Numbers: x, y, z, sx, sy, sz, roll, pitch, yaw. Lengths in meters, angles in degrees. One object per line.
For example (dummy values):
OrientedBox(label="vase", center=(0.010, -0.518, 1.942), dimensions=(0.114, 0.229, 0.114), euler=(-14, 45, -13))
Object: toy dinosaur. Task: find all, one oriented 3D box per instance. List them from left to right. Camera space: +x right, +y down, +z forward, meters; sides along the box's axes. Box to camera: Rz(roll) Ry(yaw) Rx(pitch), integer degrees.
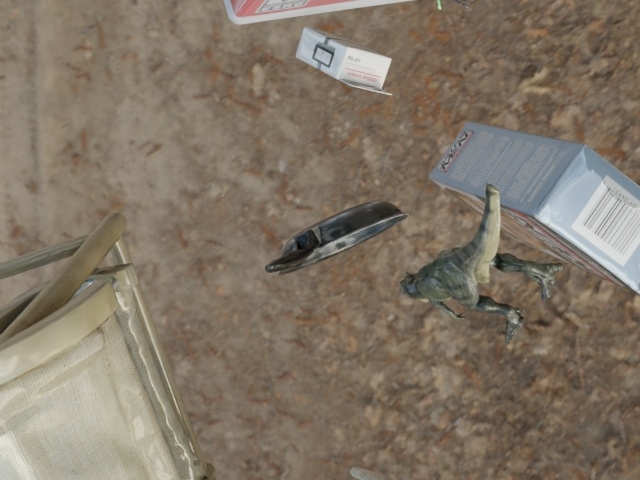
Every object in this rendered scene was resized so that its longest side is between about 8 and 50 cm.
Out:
OrientedBox(label="toy dinosaur", center=(0.157, 0.035, 0.992), dimensions=(0.118, 0.064, 0.268), euler=(27, 155, -3))

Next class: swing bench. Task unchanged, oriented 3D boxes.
OrientedBox(label="swing bench", center=(-0.172, 0.147, 0.716), dimensions=(0.254, 0.165, 0.253), euler=(-127, 18, -70))

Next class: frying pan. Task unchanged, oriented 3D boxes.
OrientedBox(label="frying pan", center=(-0.017, 0.010, 1.359), dimensions=(0.197, 0.326, 0.053), euler=(-30, 81, 44))

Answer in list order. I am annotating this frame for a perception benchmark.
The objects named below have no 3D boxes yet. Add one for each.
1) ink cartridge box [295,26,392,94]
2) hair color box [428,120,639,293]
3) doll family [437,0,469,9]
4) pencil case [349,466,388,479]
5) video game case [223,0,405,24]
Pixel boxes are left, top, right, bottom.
OrientedBox(label="ink cartridge box", center=(0.023, -0.147, 0.839), dimensions=(0.083, 0.048, 0.028), euler=(38, 115, 48))
OrientedBox(label="hair color box", center=(0.310, -0.058, 1.421), dimensions=(0.185, 0.113, 0.374), euler=(34, -178, -17))
OrientedBox(label="doll family", center=(0.100, -0.231, 0.785), dimensions=(0.111, 0.193, 0.076), euler=(-11, 78, 20))
OrientedBox(label="pencil case", center=(0.160, 0.331, 0.771), dimensions=(0.410, 0.183, 0.160), euler=(33, 158, -17))
OrientedBox(label="video game case", center=(0.102, -0.156, 0.363), dimensions=(0.285, 0.204, 0.025), euler=(-30, 76, 63))
